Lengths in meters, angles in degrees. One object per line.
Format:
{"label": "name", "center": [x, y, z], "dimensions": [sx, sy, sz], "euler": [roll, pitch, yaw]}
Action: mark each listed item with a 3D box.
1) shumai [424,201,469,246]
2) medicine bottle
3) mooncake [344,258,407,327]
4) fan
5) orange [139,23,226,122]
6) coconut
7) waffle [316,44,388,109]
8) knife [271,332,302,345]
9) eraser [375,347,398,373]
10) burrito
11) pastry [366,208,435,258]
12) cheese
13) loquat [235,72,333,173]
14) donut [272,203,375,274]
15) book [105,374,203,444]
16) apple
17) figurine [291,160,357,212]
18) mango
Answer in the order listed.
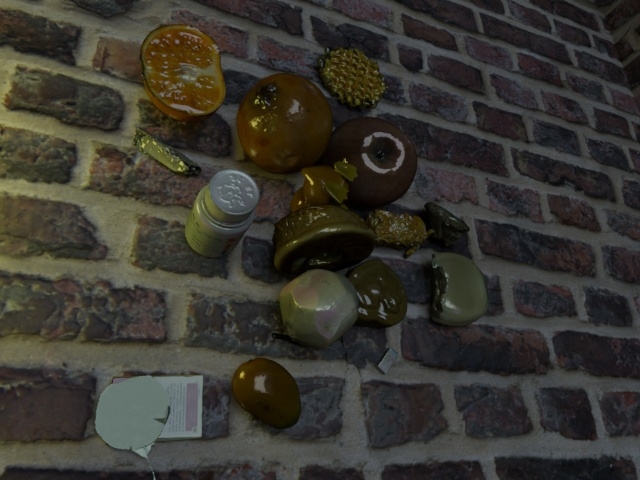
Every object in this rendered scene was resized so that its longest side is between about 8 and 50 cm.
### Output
{"label": "shumai", "center": [0.461, -0.054, 1.797], "dimensions": [0.201, 0.201, 0.120], "euler": [32, 100, -9]}
{"label": "medicine bottle", "center": [-0.281, -0.073, 1.350], "dimensions": [0.170, 0.293, 0.169], "euler": [10, 64, -22]}
{"label": "mooncake", "center": [0.173, 0.172, 1.560], "dimensions": [0.235, 0.117, 0.234], "euler": [8, 66, -19]}
{"label": "fan", "center": [-0.438, 0.490, 1.163], "dimensions": [0.182, 0.010, 0.309], "euler": [-15, 74, -28]}
{"label": "orange", "center": [-0.439, -0.537, 1.519], "dimensions": [0.275, 0.274, 0.309], "euler": [-15, 109, -30]}
{"label": "coconut", "center": [-0.016, 0.203, 1.395], "dimensions": [0.231, 0.227, 0.227], "euler": [-28, 81, -32]}
{"label": "waffle", "center": [0.129, -0.678, 1.955], "dimensions": [0.330, 0.062, 0.328], "euler": [9, 65, -20]}
{"label": "knife", "center": [-0.069, 0.307, 1.444], "dimensions": [0.171, 0.010, 0.023], "euler": [17, 61, -19]}
{"label": "eraser", "center": [0.216, 0.390, 1.534], "dimensions": [0.038, 0.019, 0.083], "euler": [44, 56, 0]}
{"label": "burrito", "center": [-0.482, -0.269, 1.489], "dimensions": [0.230, 0.058, 0.063], "euler": [33, 53, -11]}
{"label": "pastry", "center": [0.284, -0.027, 1.706], "dimensions": [0.250, 0.102, 0.154], "euler": [10, 65, -21]}
{"label": "cheese", "center": [0.475, 0.173, 1.691], "dimensions": [0.234, 0.127, 0.265], "euler": [12, 62, -20]}
{"label": "loquat", "center": [-0.119, -0.379, 1.548], "dimensions": [0.329, 0.328, 0.328], "euler": [10, 64, -21]}
{"label": "donut", "center": [0.000, 0.000, 1.456], "dimensions": [0.331, 0.330, 0.159], "euler": [-4, 58, -27]}
{"label": "book", "center": [-0.419, 0.430, 1.217], "dimensions": [0.232, 0.022, 0.162], "euler": [6, 68, -23]}
{"label": "apple", "center": [0.177, -0.281, 1.674], "dimensions": [0.345, 0.269, 0.344], "euler": [10, 65, -21]}
{"label": "figurine", "center": [0.005, -0.148, 1.541], "dimensions": [0.216, 0.228, 0.215], "euler": [3, 53, -3]}
{"label": "mango", "center": [-0.139, 0.415, 1.300], "dimensions": [0.221, 0.120, 0.151], "euler": [37, 60, -14]}
